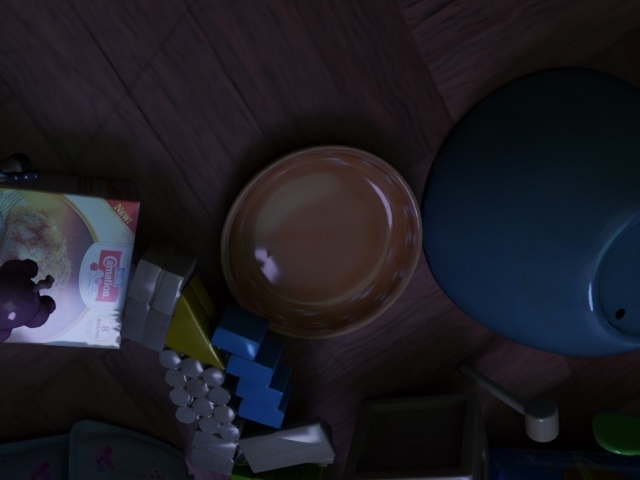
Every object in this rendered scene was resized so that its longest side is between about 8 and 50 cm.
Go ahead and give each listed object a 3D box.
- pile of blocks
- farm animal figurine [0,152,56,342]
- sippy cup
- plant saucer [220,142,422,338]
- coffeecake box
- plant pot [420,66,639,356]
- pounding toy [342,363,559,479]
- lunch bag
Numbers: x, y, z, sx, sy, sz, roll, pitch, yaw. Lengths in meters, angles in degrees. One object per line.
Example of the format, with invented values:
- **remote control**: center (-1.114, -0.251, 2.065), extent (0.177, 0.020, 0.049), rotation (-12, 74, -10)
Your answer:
- **pile of blocks**: center (-0.063, 0.144, 0.834), extent (0.149, 0.112, 0.362), rotation (-13, 113, 16)
- **farm animal figurine**: center (-0.376, 0.061, 0.634), extent (0.327, 0.172, 0.330), rotation (15, 108, 12)
- **sippy cup**: center (0.267, 0.330, 0.960), extent (0.224, 0.240, 0.305), rotation (13, 85, -9)
- **plant saucer**: center (0.000, 0.000, 0.847), extent (0.200, 0.037, 0.199), rotation (-5, 112, -13)
- **coffeecake box**: center (-0.261, 0.013, 0.763), extent (0.186, 0.068, 0.142), rotation (6, 108, -18)
- **plant pot**: center (0.266, -0.003, 0.832), extent (0.290, 0.195, 0.290), rotation (-6, 113, -13)
- **pounding toy**: center (0.146, 0.217, 0.906), extent (0.206, 0.181, 0.094), rotation (-7, 116, 17)
- **lunch bag**: center (-0.234, 0.286, 0.791), extent (0.262, 0.223, 0.160), rotation (-9, 118, -14)
